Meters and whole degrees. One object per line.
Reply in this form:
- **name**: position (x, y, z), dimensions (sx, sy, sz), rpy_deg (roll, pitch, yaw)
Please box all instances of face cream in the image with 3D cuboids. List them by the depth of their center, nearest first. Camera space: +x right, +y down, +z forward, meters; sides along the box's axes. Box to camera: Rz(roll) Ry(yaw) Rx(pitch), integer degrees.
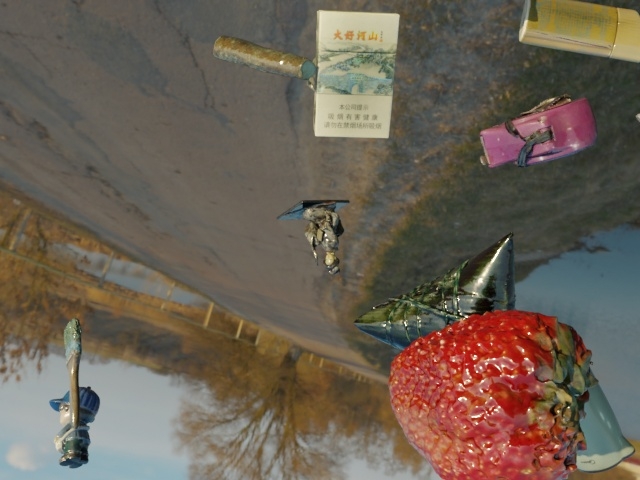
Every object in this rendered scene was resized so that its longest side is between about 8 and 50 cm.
- **face cream**: position (0.631, -0.511, 1.401), dimensions (0.285, 0.139, 0.067), rpy_deg (12, 163, 6)

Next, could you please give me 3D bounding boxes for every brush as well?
- **brush**: position (-0.431, 0.232, 1.016), dimensions (0.021, 0.196, 0.070), rpy_deg (9, 141, -35)

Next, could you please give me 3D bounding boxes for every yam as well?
- **yam**: position (-0.127, -0.393, 1.260), dimensions (0.274, 0.061, 0.061), rpy_deg (26, 175, 33)

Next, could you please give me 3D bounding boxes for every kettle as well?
- **kettle**: position (0.621, 0.451, 1.453), dimensions (0.221, 0.236, 0.161), rpy_deg (-29, -178, 38)

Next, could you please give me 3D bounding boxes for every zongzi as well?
- **zongzi**: position (0.325, 0.135, 1.334), dimensions (0.319, 0.361, 0.384), rpy_deg (-7, -164, -36)

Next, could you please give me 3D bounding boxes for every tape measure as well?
- **tape measure**: position (0.281, -0.137, 0.741), dimensions (0.125, 0.074, 0.118), rpy_deg (-24, -170, -27)

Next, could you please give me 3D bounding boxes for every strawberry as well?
- **strawberry**: position (0.271, 0.263, 1.005), dimensions (0.352, 0.312, 0.267), rpy_deg (1, 141, 37)

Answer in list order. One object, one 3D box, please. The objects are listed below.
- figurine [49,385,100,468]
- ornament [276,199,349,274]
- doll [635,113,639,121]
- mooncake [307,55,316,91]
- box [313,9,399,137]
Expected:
- **figurine**: position (-0.471, 0.353, 1.121), dimensions (0.087, 0.149, 0.086), rpy_deg (-29, 140, 11)
- **ornament**: position (0.000, 0.000, 1.586), dimensions (0.153, 0.195, 0.166), rpy_deg (-4, 166, -32)
- **doll**: position (0.824, -0.362, 1.400), dimensions (0.079, 0.180, 0.094), rpy_deg (9, -151, -21)
- **mooncake**: position (0.018, -0.505, 1.687), dimensions (0.073, 0.125, 0.130), rpy_deg (28, 160, 2)
- **box**: position (0.072, -0.352, 1.246), dimensions (0.164, 0.256, 0.069), rpy_deg (0, -157, -5)
